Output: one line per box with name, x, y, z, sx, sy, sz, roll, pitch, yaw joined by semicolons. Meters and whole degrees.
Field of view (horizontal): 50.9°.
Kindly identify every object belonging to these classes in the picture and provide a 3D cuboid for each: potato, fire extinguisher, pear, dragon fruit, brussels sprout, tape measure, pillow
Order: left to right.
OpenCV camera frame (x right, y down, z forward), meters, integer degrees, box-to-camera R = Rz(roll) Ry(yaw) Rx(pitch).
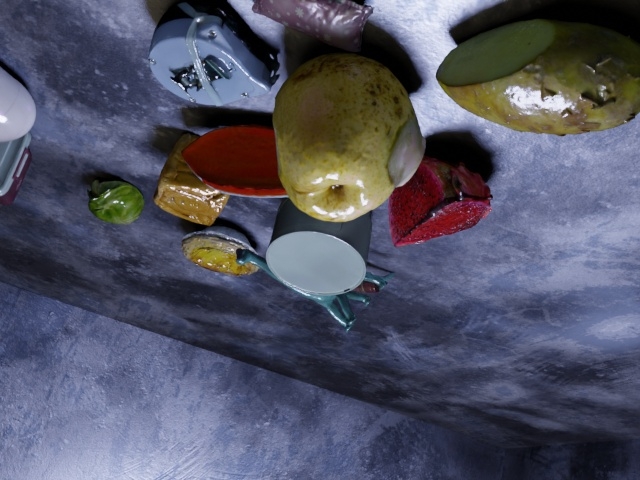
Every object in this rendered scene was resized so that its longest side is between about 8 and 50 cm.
brussels sprout;-0.539;-0.096;1.786;0.139;0.101;0.181;-10;140;7
tape measure;-0.191;-0.303;1.119;0.181;0.107;0.182;-14;146;36
pillow;-0.014;-0.341;1.005;0.184;0.043;0.118;18;158;-6
pear;0.031;-0.166;1.112;0.271;0.271;0.271;12;156;6
fire extinguisher;0.100;0.131;1.963;0.157;0.045;0.078;-2;173;31
dragon fruit;0.228;-0.087;1.304;0.189;0.163;0.261;51;157;2
potato;0.310;-0.226;0.949;0.298;0.141;0.176;4;145;22

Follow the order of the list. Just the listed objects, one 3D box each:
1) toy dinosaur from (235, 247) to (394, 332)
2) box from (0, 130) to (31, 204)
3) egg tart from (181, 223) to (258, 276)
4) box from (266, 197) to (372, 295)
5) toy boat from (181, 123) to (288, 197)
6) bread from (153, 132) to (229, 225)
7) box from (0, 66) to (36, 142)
toy dinosaur;-0.004;0.064;1.722;0.331;0.383;0.129;40;124;6
box;-0.849;-0.208;1.616;0.293;0.193;0.167;19;164;-10
egg tart;-0.272;0.022;1.880;0.234;0.094;0.234;10;154;5
box;0.000;0.000;1.538;0.226;0.149;0.226;7;140;5
toy boat;-0.124;-0.158;1.363;0.331;0.145;0.133;6;178;12
bread;-0.275;-0.134;1.490;0.158;0.143;0.149;17;156;-13
box;-0.780;-0.325;1.365;0.288;0.141;0.349;-1;151;29
